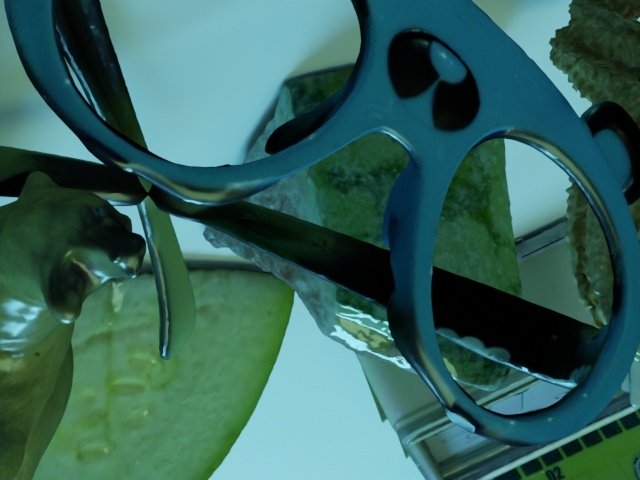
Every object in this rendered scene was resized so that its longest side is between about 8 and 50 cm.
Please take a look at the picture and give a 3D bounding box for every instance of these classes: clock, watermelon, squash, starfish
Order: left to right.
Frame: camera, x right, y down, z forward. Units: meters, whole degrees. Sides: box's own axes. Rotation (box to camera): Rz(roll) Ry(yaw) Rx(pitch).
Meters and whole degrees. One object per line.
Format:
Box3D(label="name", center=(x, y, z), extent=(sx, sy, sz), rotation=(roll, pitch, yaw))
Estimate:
Box3D(label="squash", center=(-0.157, 0.080, 0.746), extent=(0.237, 0.155, 0.204), rotation=(2, 109, -45))
Box3D(label="watermelon", center=(0.008, -0.021, 0.662), extent=(0.098, 0.121, 0.158), rotation=(6, -170, -28))
Box3D(label="clock", center=(0.104, 0.074, 0.930), extent=(0.147, 0.071, 0.192), rotation=(-25, 158, 1))
Box3D(label="starfish", center=(0.143, -0.055, 0.577), extent=(0.209, 0.150, 0.053), rotation=(-60, 151, -26))

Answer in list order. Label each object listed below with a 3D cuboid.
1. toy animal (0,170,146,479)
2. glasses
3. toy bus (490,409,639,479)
Box3D(label="toy animal", center=(-0.109, 0.039, 0.509), extent=(0.101, 0.103, 0.218), rotation=(-45, 177, -16))
Box3D(label="glasses", center=(-0.027, -0.001, 0.514), extent=(0.239, 0.102, 0.207), rotation=(35, 131, -25))
Box3D(label="toy bus", center=(0.168, 0.170, 1.172), extent=(0.175, 0.101, 0.088), rotation=(-19, 158, -27))
